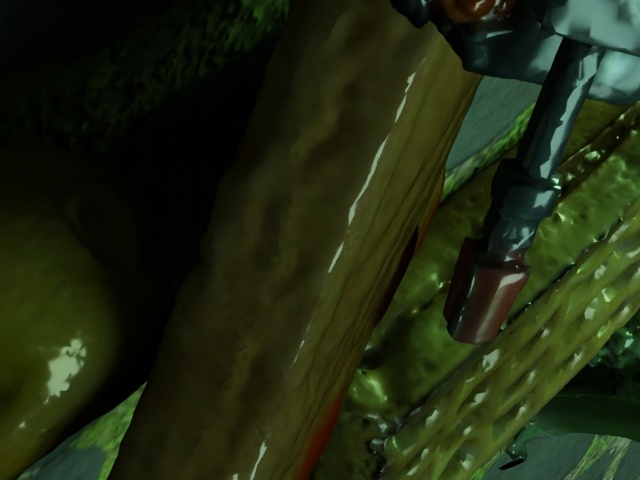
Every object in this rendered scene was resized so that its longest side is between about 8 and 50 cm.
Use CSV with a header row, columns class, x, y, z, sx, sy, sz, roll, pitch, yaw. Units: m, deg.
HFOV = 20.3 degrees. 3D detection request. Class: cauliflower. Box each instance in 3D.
class,x,y,z,sx,sy,sz,roll,pitch,yaw
cauliflower,0.262,0.102,1.445,0.315,0.239,0.256,-24,159,31

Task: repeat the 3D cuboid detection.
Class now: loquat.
class,x,y,z,sx,sy,sz,roll,pitch,yaw
loquat,-0.116,0.030,0.633,0.137,0.113,0.137,-52,-166,19

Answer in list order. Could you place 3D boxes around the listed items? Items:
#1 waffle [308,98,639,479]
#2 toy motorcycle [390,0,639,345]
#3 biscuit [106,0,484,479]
class,x,y,z,sx,sy,sz,roll,pitch,yaw
waffle,0.102,0.055,1.137,0.327,0.098,0.224,-40,158,-29
toy motorcycle,-0.034,-0.101,0.430,0.325,0.148,0.221,10,118,-21
biscuit,0.001,0.000,0.717,0.350,0.078,0.455,-56,171,-51
